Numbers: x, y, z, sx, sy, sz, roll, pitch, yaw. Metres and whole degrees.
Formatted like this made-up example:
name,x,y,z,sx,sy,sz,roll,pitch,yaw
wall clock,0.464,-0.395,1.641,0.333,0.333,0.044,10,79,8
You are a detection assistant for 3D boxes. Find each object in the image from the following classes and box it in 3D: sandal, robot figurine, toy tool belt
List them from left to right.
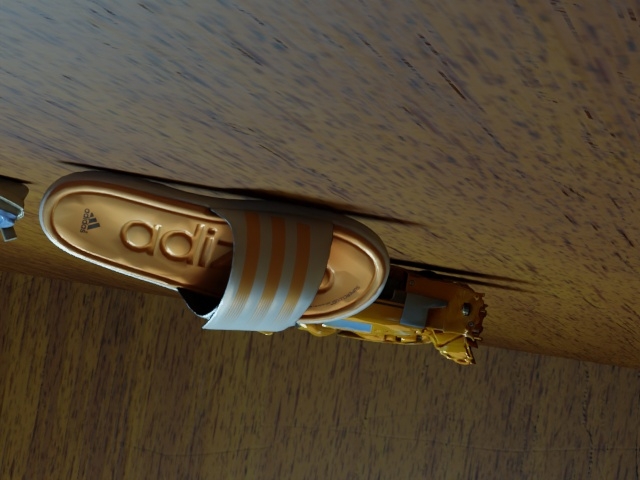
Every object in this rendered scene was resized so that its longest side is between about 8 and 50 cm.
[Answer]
name,x,y,z,sx,sy,sz,roll,pitch,yaw
toy tool belt,-0.291,-0.030,1.528,0.083,0.051,0.052,13,174,-33
sandal,-0.082,0.021,1.334,0.265,0.102,0.076,11,-149,-5
robot figurine,0.016,0.059,1.767,0.291,0.085,0.211,9,174,8
